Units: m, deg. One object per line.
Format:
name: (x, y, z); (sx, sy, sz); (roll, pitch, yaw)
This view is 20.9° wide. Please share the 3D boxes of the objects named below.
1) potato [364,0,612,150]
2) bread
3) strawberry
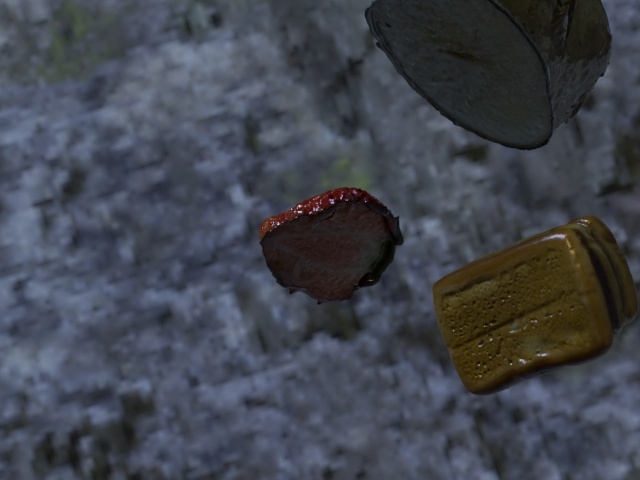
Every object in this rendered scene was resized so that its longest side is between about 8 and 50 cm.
potato: (0.200, -0.264, 1.931); (0.196, 0.246, 0.300); (-61, -26, -19)
bread: (0.185, 0.058, 1.510); (0.200, 0.077, 0.116); (-26, 89, 50)
strawberry: (0.000, 0.000, 1.853); (0.082, 0.187, 0.146); (47, 119, 42)
